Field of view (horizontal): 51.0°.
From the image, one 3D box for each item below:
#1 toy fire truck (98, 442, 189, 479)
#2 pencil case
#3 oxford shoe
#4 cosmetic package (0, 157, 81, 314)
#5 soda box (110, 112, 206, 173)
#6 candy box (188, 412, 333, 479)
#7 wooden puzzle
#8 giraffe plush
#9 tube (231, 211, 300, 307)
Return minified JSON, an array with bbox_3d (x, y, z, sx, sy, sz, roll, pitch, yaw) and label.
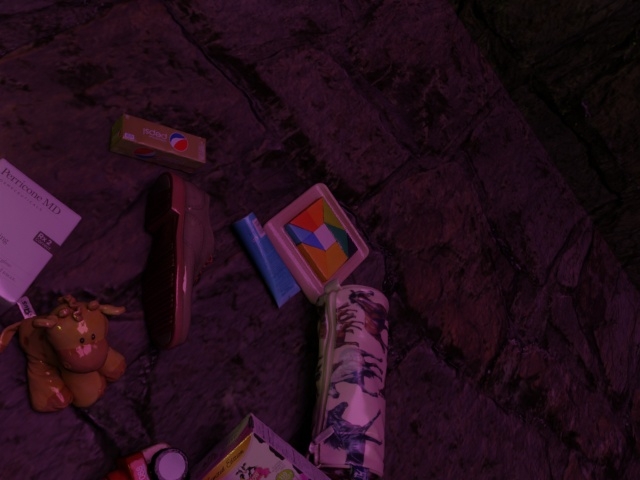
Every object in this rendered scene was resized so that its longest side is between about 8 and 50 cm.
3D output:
[{"bbox_3d":[-0.303,0.451,1.023,0.246,0.158,0.217,-16,82,-33],"label":"toy fire truck"},{"bbox_3d":[0.054,0.292,1.388,0.183,0.160,0.410,40,47,-48],"label":"pencil case"},{"bbox_3d":[-0.250,0.039,1.266,0.130,0.123,0.348,19,60,-41],"label":"oxford shoe"},{"bbox_3d":[-0.502,0.006,1.031,0.151,0.151,0.183,41,49,-22],"label":"cosmetic package"},{"bbox_3d":[-0.322,-0.191,1.345,0.181,0.061,0.058,15,62,-36],"label":"soda box"},{"bbox_3d":[-0.096,0.440,1.189,0.233,0.159,0.071,44,5,-17],"label":"candy box"},{"bbox_3d":[0.000,0.000,1.557,0.221,0.044,0.239,56,46,-7],"label":"wooden puzzle"},{"bbox_3d":[-0.386,0.155,1.053,0.210,0.170,0.181,52,46,-10],"label":"giraffe plush"},{"bbox_3d":[-0.115,0.039,1.438,0.080,0.052,0.207,-38,103,-40],"label":"tube"}]
